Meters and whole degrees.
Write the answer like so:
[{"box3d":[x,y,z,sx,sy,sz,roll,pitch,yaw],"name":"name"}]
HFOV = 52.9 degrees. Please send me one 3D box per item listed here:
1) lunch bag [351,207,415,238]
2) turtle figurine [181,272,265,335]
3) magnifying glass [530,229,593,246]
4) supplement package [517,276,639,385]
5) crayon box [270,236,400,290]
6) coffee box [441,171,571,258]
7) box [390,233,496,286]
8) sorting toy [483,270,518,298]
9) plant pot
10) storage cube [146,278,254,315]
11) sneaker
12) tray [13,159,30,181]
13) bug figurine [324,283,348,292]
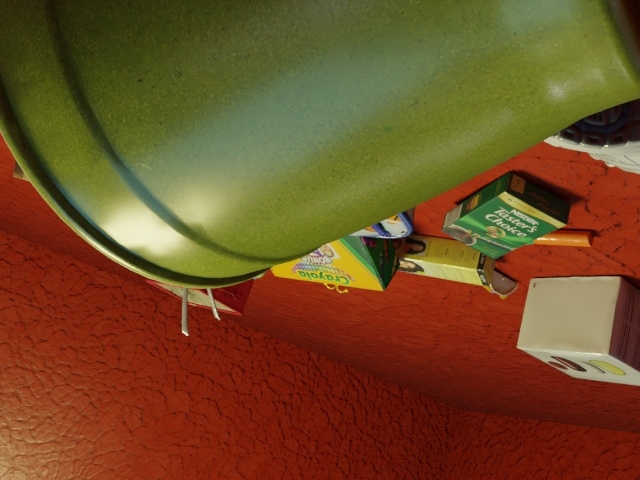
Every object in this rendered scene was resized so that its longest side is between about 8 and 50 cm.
[{"box3d":[0.014,-0.102,0.980,0.243,0.115,0.303,4,159,32],"name":"lunch bag"},{"box3d":[-0.253,0.021,1.225,0.266,0.198,0.274,46,119,4],"name":"turtle figurine"},{"box3d":[0.336,-0.009,1.084,0.231,0.026,0.092,6,158,39],"name":"magnifying glass"},{"box3d":[0.528,0.175,1.235,0.203,0.149,0.194,28,160,-31],"name":"supplement package"},{"box3d":[0.000,0.000,1.258,0.278,0.081,0.165,5,135,37],"name":"crayon box"},{"box3d":[0.280,-0.033,0.995,0.113,0.040,0.184,27,155,-12],"name":"coffee box"},{"box3d":[0.219,0.033,1.266,0.232,0.058,0.087,8,160,28],"name":"box"},{"box3d":[0.352,0.085,1.337,0.083,0.045,0.075,28,179,-27],"name":"sorting toy"},{"box3d":[0.025,-0.167,0.446,0.353,0.366,0.366,-11,148,37],"name":"plant pot"},{"box3d":[-0.285,0.060,1.630,0.215,0.193,0.184,6,159,33],"name":"storage cube"},{"box3d":[0.312,-0.113,0.661,0.297,0.111,0.129,17,168,8],"name":"sneaker"},{"box3d":[-0.247,-0.114,0.978,0.203,0.076,0.411,16,-169,5],"name":"tray"},{"box3d":[-0.036,0.040,1.522,0.279,0.072,0.216,18,162,2],"name":"bug figurine"}]
